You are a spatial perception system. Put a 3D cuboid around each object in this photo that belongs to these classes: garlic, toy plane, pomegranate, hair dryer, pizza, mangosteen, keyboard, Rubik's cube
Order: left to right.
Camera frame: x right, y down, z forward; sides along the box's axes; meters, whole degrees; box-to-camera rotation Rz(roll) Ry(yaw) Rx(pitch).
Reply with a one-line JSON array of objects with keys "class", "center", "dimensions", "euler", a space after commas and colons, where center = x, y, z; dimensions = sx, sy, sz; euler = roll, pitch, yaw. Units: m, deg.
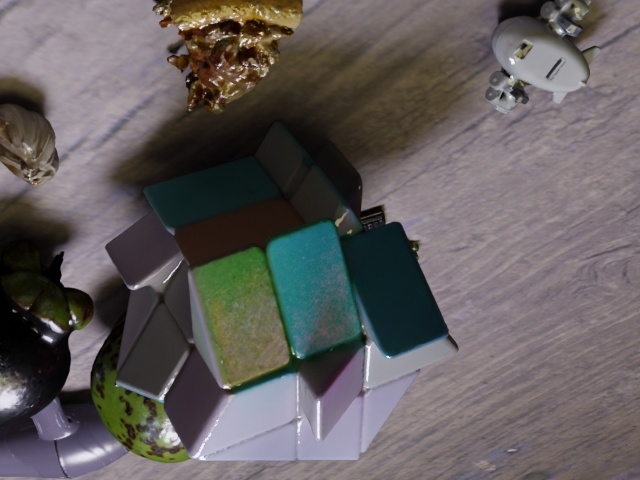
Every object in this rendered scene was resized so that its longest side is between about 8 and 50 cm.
[{"class": "mangosteen", "center": [-0.396, 0.118, 1.530], "dimensions": [0.243, 0.243, 0.243], "euler": [-14, 150, -8]}, {"class": "hair dryer", "center": [-0.472, 0.254, 1.861], "dimensions": [0.301, 0.121, 0.361], "euler": [-10, 141, 2]}, {"class": "garlic", "center": [-0.327, -0.108, 1.321], "dimensions": [0.113, 0.094, 0.074], "euler": [31, 85, -47]}, {"class": "pomegranate", "center": [-0.198, 0.180, 1.713], "dimensions": [0.254, 0.254, 0.270], "euler": [-10, 153, -14]}, {"class": "pizza", "center": [-0.102, -0.193, 1.306], "dimensions": [0.154, 0.069, 0.194], "euler": [-9, 148, -18]}, {"class": "Rubik's cube", "center": [-0.056, 0.080, 1.491], "dimensions": [0.387, 0.358, 0.368], "euler": [9, 121, -43]}, {"class": "keyboard", "center": [0.000, 0.000, 1.746], "dimensions": [0.195, 0.018, 0.060], "euler": [-18, 153, 1]}, {"class": "toy plane", "center": [0.263, -0.221, 1.457], "dimensions": [0.174, 0.080, 0.174], "euler": [-20, 138, -19]}]

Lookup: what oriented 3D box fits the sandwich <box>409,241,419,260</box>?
[{"class": "sandwich", "center": [0.100, 0.024, 1.836], "dimensions": [0.101, 0.026, 0.069], "euler": [-23, 146, 2]}]
